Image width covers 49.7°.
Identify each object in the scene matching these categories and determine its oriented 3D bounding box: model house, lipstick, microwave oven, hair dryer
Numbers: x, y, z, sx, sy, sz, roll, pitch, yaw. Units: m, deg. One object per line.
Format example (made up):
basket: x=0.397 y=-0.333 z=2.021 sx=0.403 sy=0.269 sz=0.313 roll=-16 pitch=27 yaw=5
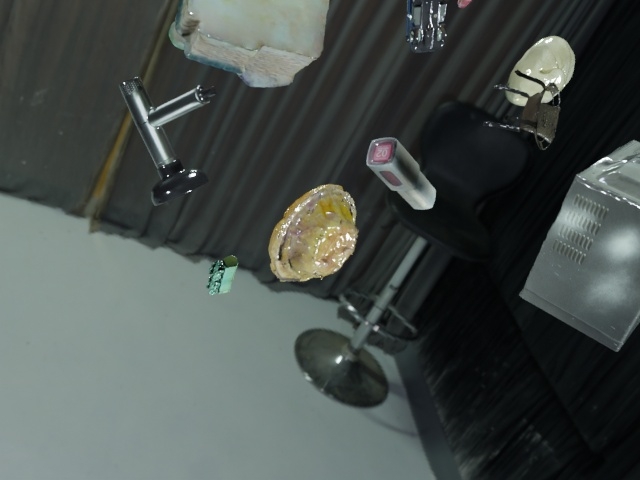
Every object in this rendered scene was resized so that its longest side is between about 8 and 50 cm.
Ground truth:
model house: x=-0.171 y=-0.473 z=1.520 sx=0.298 sy=0.284 sz=0.244 roll=12 pitch=75 yaw=-21
lipstick: x=0.206 y=-0.159 z=1.706 sx=0.078 sy=0.078 sz=0.253 roll=0 pitch=-22 yaw=33
microwave oven: x=0.686 y=-0.015 z=1.540 sx=0.236 sy=0.375 sz=0.432 roll=32 pitch=33 yaw=26
hair dryer: x=-0.362 y=-0.252 z=1.701 sx=0.155 sy=0.321 sz=0.284 roll=-31 pitch=24 yaw=-34

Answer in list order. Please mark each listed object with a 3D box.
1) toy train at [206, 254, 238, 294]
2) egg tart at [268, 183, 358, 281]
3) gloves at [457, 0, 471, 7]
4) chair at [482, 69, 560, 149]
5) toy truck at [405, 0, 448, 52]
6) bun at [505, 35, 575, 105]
toy train: x=-0.260 y=0.093 z=1.820 sx=0.070 sy=0.148 sz=0.038 roll=-15 pitch=62 yaw=-27
egg tart: x=0.000 y=0.000 z=2.086 sx=0.150 sy=0.352 sz=0.352 roll=34 pitch=25 yaw=31
gloves: x=0.316 y=-0.591 z=1.409 sx=0.126 sy=0.241 sz=0.145 roll=15 pitch=44 yaw=28
chair: x=0.553 y=-0.335 z=1.801 sx=0.213 sy=0.174 sz=0.149 roll=15 pitch=-3 yaw=-12
toy truck: x=0.197 y=-0.463 z=1.305 sx=0.074 sy=0.202 sz=0.088 roll=-9 pitch=40 yaw=-7
bun: x=0.740 y=-0.546 z=2.281 sx=0.160 sy=0.259 sz=0.259 roll=39 pitch=28 yaw=21
